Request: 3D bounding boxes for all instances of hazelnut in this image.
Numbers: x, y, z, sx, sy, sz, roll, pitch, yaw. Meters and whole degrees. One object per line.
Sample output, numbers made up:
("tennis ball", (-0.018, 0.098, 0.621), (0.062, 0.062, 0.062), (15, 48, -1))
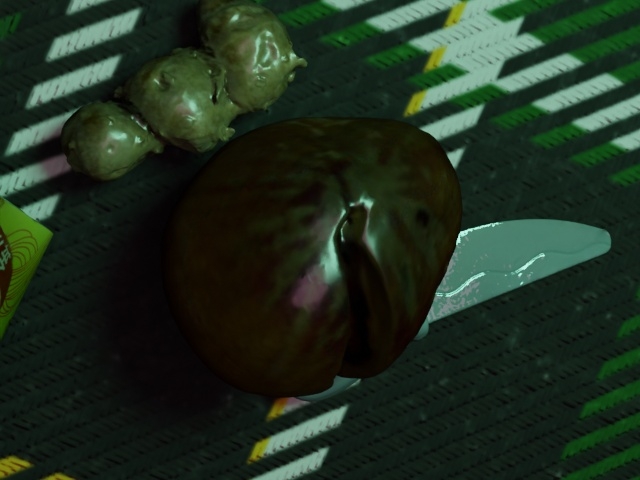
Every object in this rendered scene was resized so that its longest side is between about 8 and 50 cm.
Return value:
("hazelnut", (0.000, 0.000, 0.874), (0.251, 0.217, 0.217), (-30, 103, -27))

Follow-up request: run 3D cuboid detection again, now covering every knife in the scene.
("knife", (0.105, 0.042, 0.995), (0.331, 0.044, 0.080), (-26, 92, -13))

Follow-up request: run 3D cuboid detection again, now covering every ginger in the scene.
("ginger", (-0.113, -0.114, 0.907), (0.204, 0.080, 0.104), (-38, 89, -6))

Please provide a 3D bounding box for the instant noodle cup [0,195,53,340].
("instant noodle cup", (-0.347, 0.022, 0.785), (0.311, 0.311, 0.221), (33, 81, -13))
